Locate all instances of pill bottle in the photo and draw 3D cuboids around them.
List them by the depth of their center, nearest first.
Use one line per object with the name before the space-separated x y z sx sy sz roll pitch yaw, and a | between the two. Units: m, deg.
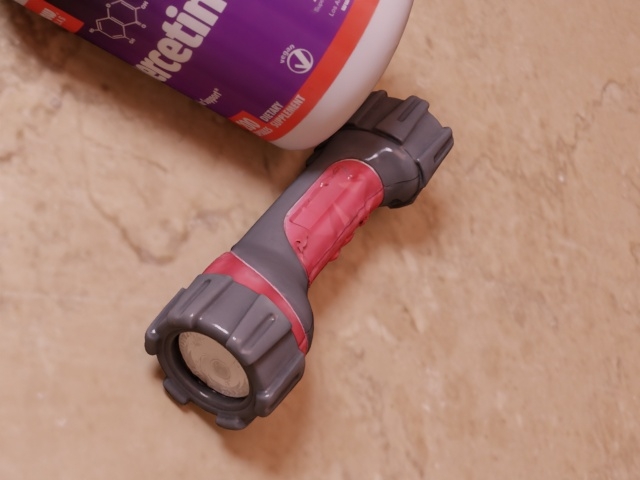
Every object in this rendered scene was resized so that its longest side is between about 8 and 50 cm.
pill bottle | -0.103 -0.209 0.926 0.323 0.181 0.181 28 54 -18

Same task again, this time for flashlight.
flashlight | 0.000 0.000 0.934 0.103 0.103 0.304 45 51 -4
